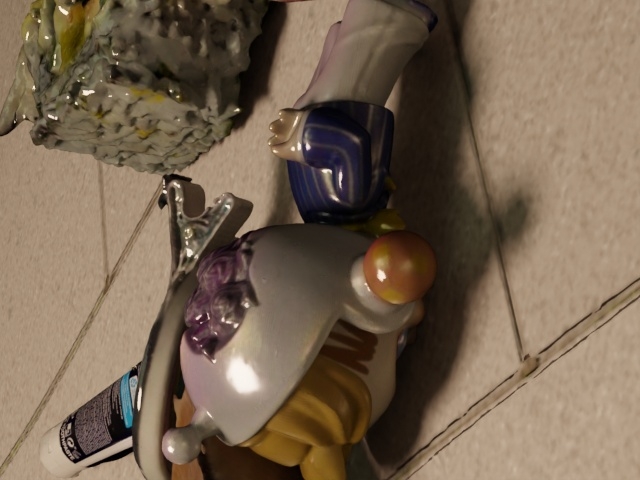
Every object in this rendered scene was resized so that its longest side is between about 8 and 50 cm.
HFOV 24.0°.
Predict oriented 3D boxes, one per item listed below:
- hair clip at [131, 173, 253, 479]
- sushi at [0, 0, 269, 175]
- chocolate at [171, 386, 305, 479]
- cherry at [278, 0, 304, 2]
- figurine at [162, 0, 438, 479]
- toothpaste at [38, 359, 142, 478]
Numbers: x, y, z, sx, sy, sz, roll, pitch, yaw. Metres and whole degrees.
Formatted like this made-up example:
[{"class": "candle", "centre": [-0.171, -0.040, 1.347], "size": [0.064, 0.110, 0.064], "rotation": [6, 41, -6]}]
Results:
[{"class": "hair clip", "centre": [-0.092, 0.069, 0.996], "size": [0.140, 0.054, 0.220], "rotation": [11, -90, -77]}, {"class": "sushi", "centre": [-0.140, -0.148, 1.136], "size": [0.274, 0.139, 0.184], "rotation": [-34, 48, 56]}, {"class": "chocolate", "centre": [-0.031, 0.206, 0.871], "size": [0.261, 0.083, 0.161], "rotation": [-108, 22, -46]}, {"class": "cherry", "centre": [-0.026, -0.282, 0.883], "size": [0.261, 0.221, 0.307], "rotation": [52, 132, 43]}, {"class": "figurine", "centre": [0.004, -0.005, 0.837], "size": [0.194, 0.133, 0.274], "rotation": [-140, 67, -74]}, {"class": "toothpaste", "centre": [-0.154, 0.139, 1.166], "size": [0.193, 0.045, 0.071], "rotation": [-35, 59, 44]}]
